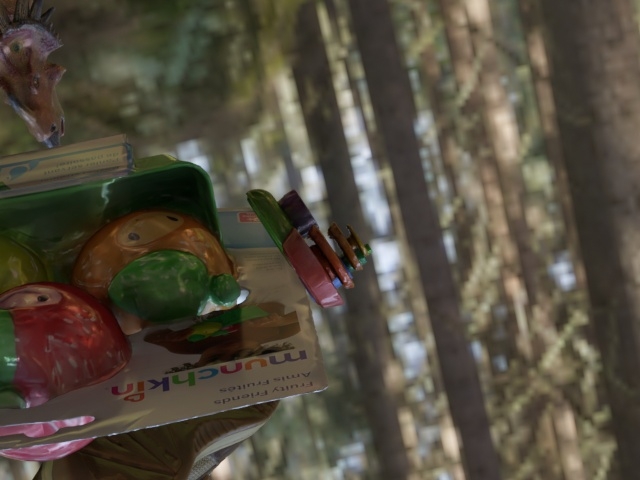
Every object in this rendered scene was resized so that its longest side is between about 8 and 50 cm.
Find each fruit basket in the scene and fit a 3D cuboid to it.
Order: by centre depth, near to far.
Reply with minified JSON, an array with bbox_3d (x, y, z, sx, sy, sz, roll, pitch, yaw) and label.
[{"bbox_3d":[-0.171,0.046,1.276,0.327,0.165,0.353,-10,-166,-1],"label":"fruit basket"}]

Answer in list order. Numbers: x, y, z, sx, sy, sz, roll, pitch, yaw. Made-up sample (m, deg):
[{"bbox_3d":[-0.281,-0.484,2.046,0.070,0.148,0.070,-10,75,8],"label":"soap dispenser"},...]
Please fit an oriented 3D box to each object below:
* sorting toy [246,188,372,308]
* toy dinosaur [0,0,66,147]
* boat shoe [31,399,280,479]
[{"bbox_3d":[0.000,0.000,1.059,0.042,0.061,0.102,-34,-144,-2],"label":"sorting toy"},{"bbox_3d":[-0.319,-0.211,1.676,0.296,0.127,0.200,25,-159,-1],"label":"toy dinosaur"},{"bbox_3d":[-0.135,0.155,1.492,0.123,0.123,0.342,-48,-179,26],"label":"boat shoe"}]
